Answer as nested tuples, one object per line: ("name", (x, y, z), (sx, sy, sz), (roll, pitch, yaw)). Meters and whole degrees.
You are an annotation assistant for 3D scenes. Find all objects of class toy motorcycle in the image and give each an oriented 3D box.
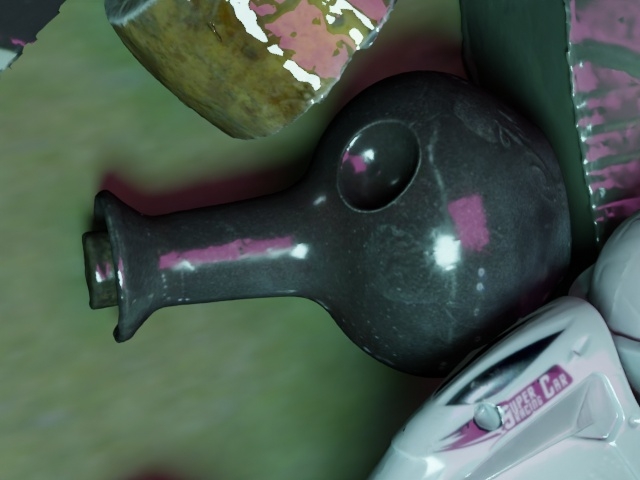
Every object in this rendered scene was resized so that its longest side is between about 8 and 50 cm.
("toy motorcycle", (0.071, 0.083, 0.708), (0.112, 0.112, 0.254), (40, 88, -22))

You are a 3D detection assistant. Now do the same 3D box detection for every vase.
("vase", (0.000, 0.000, 0.757), (0.183, 0.120, 0.120), (-9, 93, -12))

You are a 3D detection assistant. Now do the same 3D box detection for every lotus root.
("lotus root", (-0.026, -0.098, 0.730), (0.081, 0.122, 0.112), (29, 85, -23))

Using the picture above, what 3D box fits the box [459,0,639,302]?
("box", (0.171, -0.010, 0.839), (0.178, 0.138, 0.274), (-11, 94, -19))

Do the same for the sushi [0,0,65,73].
("sushi", (-0.154, -0.229, 0.686), (0.292, 0.059, 0.294), (41, 68, -10))
